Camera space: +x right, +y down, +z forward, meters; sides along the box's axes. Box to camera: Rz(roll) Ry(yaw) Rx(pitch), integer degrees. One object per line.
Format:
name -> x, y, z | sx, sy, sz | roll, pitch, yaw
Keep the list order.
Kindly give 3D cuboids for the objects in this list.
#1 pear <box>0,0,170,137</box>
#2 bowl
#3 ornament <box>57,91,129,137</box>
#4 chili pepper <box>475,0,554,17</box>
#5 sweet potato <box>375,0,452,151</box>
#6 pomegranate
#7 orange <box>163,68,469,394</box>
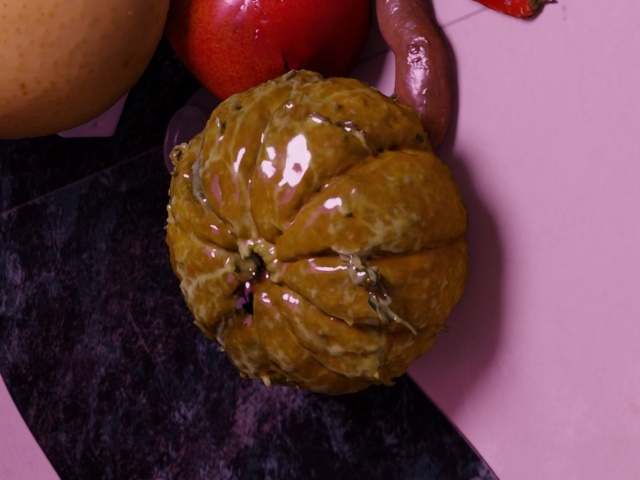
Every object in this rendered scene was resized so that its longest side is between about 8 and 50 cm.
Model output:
pear -> -0.299, -0.263, 1.500 | 0.348, 0.348, 0.348 | -6, 82, 49
bowl -> -0.109, -0.097, 1.695 | 0.189, 0.086, 0.189 | -5, 84, 49
ornament -> -0.354, -0.282, 1.857 | 0.240, 0.239, 0.240 | 55, 135, 35
chili pepper -> 0.144, -0.238, 1.458 | 0.178, 0.027, 0.045 | 31, 110, 48
sweet potato -> 0.086, -0.187, 1.501 | 0.065, 0.051, 0.218 | -29, 65, 47
pomegranate -> -0.061, -0.230, 1.559 | 0.235, 0.210, 0.210 | 18, 100, 45
orange -> 0.000, 0.000, 1.451 | 0.301, 0.223, 0.300 | -42, 73, 38
